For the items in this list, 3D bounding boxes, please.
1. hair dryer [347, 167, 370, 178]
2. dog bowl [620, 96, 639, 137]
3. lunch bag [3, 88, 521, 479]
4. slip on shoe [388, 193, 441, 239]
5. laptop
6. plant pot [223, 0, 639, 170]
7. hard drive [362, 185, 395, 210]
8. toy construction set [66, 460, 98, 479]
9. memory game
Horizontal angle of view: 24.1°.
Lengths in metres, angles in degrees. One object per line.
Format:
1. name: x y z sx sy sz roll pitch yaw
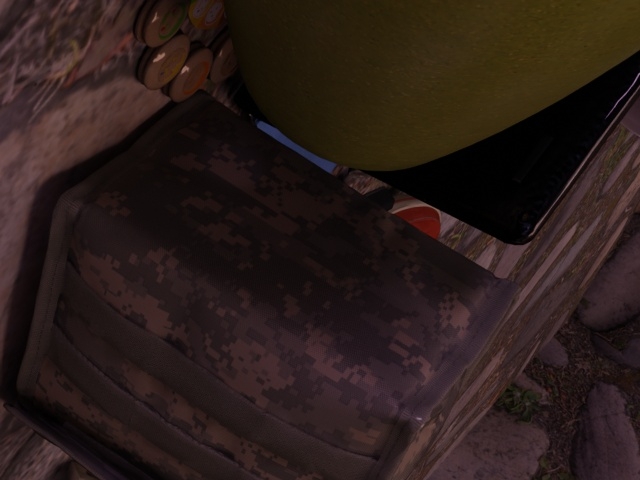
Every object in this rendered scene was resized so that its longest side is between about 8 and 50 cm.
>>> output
1. hair dryer: 0.155 -0.144 1.163 0.223 0.080 0.293 -51 -175 -35
2. dog bowl: 0.404 -0.243 1.409 0.349 0.349 0.102 -64 175 36
3. lunch bag: -0.054 0.096 0.908 0.169 0.235 0.287 -47 165 -45
4. slip on shoe: 0.025 0.063 1.363 0.331 0.101 0.123 -40 159 -47
5. laptop: 0.152 -0.160 0.997 0.382 0.408 0.236 -53 133 -7
6. plant pot: 0.059 -0.159 0.674 0.275 0.275 0.293 -45 172 -31
7. hard drive: 0.000 0.000 1.237 0.094 0.022 0.135 -40 173 27
8. toy construction set: -0.163 0.314 1.196 0.151 0.215 0.328 -80 -165 -70
9. memory game: -0.038 -0.154 0.827 0.186 0.012 0.186 -49 165 -18
